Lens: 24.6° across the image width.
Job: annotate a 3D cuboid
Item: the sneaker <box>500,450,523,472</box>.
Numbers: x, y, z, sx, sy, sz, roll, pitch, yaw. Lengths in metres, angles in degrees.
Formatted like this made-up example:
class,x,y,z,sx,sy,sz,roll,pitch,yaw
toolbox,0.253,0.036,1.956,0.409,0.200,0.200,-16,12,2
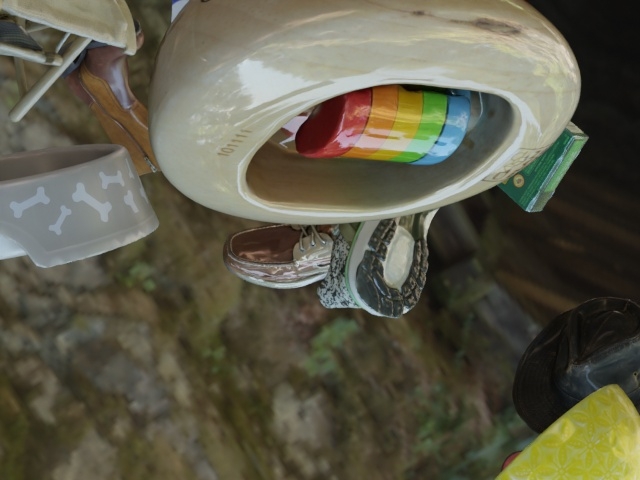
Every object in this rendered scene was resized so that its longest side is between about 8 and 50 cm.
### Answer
class,x,y,z,sx,sy,sz,roll,pitch,yaw
sneaker,0.388,0.473,2.432,0.116,0.314,0.136,-25,147,4

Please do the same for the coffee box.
class,x,y,z,sx,sy,sz,roll,pitch,yaw
coffee box,0.218,-0.133,1.730,0.040,0.184,0.113,-5,132,-49

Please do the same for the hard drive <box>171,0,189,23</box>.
class,x,y,z,sx,sy,sz,roll,pitch,yaw
hard drive,0.016,-0.238,1.623,0.210,0.040,0.319,6,-175,32

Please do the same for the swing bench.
class,x,y,z,sx,sy,sz,roll,pitch,yaw
swing bench,-0.429,-0.300,1.967,0.255,0.165,0.253,-25,157,31

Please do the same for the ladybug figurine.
class,x,y,z,sx,sy,sz,roll,pitch,yaw
ladybug figurine,0.040,-0.142,1.302,0.449,0.162,0.305,4,145,-42

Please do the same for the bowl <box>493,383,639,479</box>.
class,x,y,z,sx,sy,sz,roll,pitch,yaw
bowl,0.322,0.334,1.833,0.289,0.156,0.289,-36,158,-18

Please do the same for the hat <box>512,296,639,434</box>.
class,x,y,z,sx,sy,sz,roll,pitch,yaw
hat,0.470,0.188,2.422,0.331,0.134,0.331,-8,-134,9

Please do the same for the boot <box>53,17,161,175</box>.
class,x,y,z,sx,sy,sz,roll,pitch,yaw
boot,-0.330,-0.238,2.576,0.264,0.280,0.096,-15,-157,45

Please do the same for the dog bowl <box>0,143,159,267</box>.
class,x,y,z,sx,sy,sz,roll,pitch,yaw
dog bowl,-0.371,-0.038,1.731,0.349,0.102,0.349,-8,-168,2

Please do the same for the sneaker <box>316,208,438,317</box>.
class,x,y,z,sx,sy,sz,roll,pitch,yaw
sneaker,0.087,-0.058,2.307,0.182,0.158,0.410,-13,-135,45

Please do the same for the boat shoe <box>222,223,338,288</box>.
class,x,y,z,sx,sy,sz,roll,pitch,yaw
boat shoe,0.000,0.000,2.432,0.324,0.123,0.116,-4,146,-13
